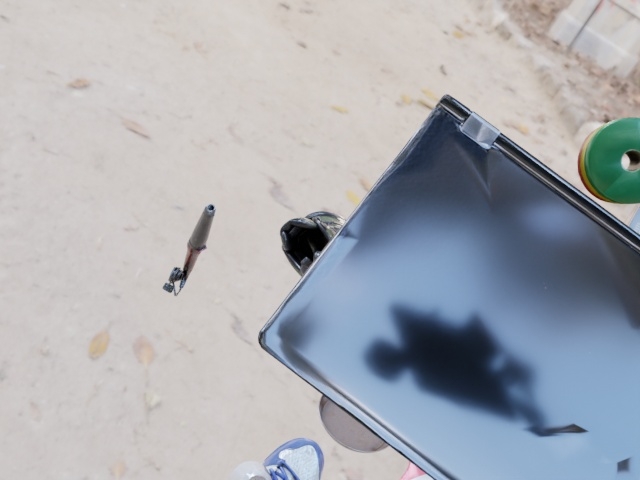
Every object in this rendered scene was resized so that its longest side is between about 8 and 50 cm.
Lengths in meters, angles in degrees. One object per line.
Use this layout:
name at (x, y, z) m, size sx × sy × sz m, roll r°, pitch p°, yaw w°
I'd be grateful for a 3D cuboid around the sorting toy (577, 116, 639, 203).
sorting toy at (0.281, -0.079, 0.441) m, size 0.274 × 0.132 × 0.046 m, roll 4°, pitch 2°, yaw 4°

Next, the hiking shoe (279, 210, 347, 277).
hiking shoe at (0.000, 0.000, 1.040) m, size 0.114 × 0.086 × 0.227 m, roll 49°, pitch 7°, yaw -26°

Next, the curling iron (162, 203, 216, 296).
curling iron at (-0.218, 0.018, 1.410) m, size 0.035 × 0.274 × 0.068 m, roll 30°, pitch 51°, yaw -6°

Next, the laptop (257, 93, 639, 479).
laptop at (0.194, 0.077, 0.744) m, size 0.382 × 0.236 × 0.408 m, roll 38°, pitch 7°, yaw 2°

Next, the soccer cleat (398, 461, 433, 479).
soccer cleat at (0.026, 0.372, 0.958) m, size 0.116 × 0.318 × 0.108 m, roll 55°, pitch 1°, yaw 24°

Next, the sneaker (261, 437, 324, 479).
sneaker at (-0.085, 0.417, 1.276) m, size 0.112 × 0.131 × 0.296 m, roll 39°, pitch 56°, yaw 10°

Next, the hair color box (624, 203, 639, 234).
hair color box at (0.614, 0.091, 1.654) m, size 0.113 × 0.374 × 0.185 m, roll 29°, pitch 1°, yaw 14°

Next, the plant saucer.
plant saucer at (0.070, 0.361, 1.639) m, size 0.168 × 0.029 × 0.168 m, roll 16°, pitch 35°, yaw -12°

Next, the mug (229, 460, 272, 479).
mug at (-0.092, 0.356, 1.168) m, size 0.062 × 0.064 × 0.078 m, roll -27°, pitch 87°, yaw -18°
